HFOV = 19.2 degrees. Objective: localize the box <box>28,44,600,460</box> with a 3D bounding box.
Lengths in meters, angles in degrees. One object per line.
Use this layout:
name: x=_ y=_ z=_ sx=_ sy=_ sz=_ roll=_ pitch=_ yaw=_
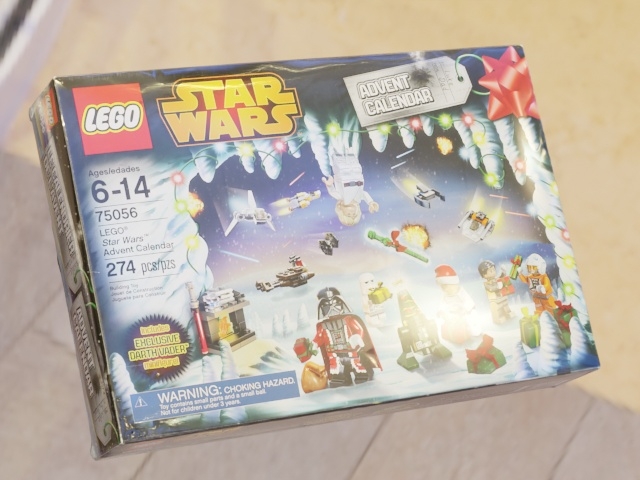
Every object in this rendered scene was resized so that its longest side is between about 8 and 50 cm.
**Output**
box: x=0.000 y=0.000 z=0.491 sx=0.137 sy=0.027 sz=0.094 roll=-7 pitch=77 yaw=-25
